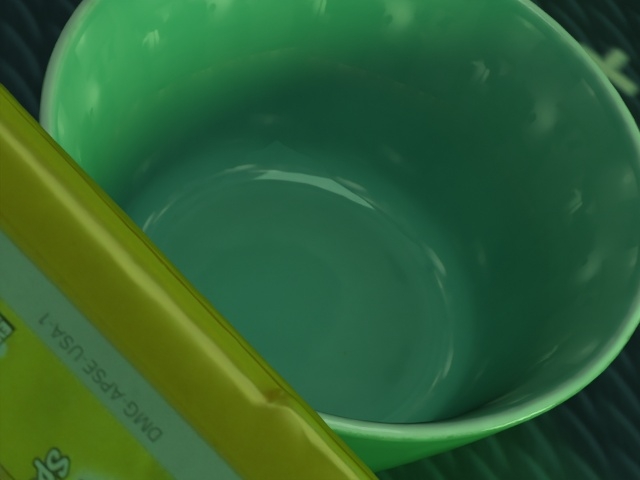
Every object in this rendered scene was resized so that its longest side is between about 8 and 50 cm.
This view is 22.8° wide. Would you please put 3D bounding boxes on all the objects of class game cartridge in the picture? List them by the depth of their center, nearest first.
[{"bbox_3d":[-0.132,0.139,0.642,0.285,0.052,0.324,-45,80,0],"label":"game cartridge"}]

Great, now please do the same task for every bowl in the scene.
[{"bbox_3d":[0.000,0.000,0.824,0.311,0.163,0.311,9,53,-12],"label":"bowl"}]
